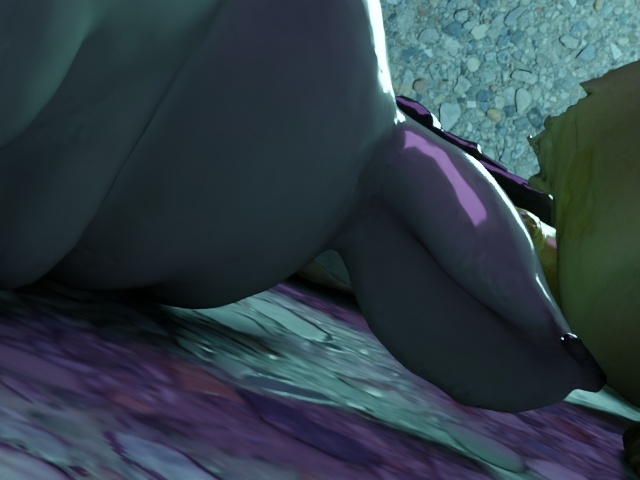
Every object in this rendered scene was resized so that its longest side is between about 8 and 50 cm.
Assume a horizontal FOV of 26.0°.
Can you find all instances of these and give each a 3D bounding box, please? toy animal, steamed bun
[{"bbox_3d":[-0.052,-0.054,0.415,0.325,0.154,0.208,26,10,-29],"label":"toy animal"},{"bbox_3d":[0.254,-0.005,0.725,0.273,0.166,0.232,25,46,-8],"label":"steamed bun"}]

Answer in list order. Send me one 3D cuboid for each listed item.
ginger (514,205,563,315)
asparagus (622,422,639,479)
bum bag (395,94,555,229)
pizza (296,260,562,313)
[{"bbox_3d":[0.123,0.016,0.890,0.299,0.065,0.118,21,-31,16],"label":"ginger"},{"bbox_3d":[0.125,0.084,0.524,0.018,0.015,0.127,23,5,8],"label":"asparagus"},{"bbox_3d":[0.050,-0.050,0.974,0.248,0.060,0.123,28,-37,9],"label":"bum bag"},{"bbox_3d":[0.000,0.000,0.718,0.262,0.034,0.181,21,5,3],"label":"pizza"}]
